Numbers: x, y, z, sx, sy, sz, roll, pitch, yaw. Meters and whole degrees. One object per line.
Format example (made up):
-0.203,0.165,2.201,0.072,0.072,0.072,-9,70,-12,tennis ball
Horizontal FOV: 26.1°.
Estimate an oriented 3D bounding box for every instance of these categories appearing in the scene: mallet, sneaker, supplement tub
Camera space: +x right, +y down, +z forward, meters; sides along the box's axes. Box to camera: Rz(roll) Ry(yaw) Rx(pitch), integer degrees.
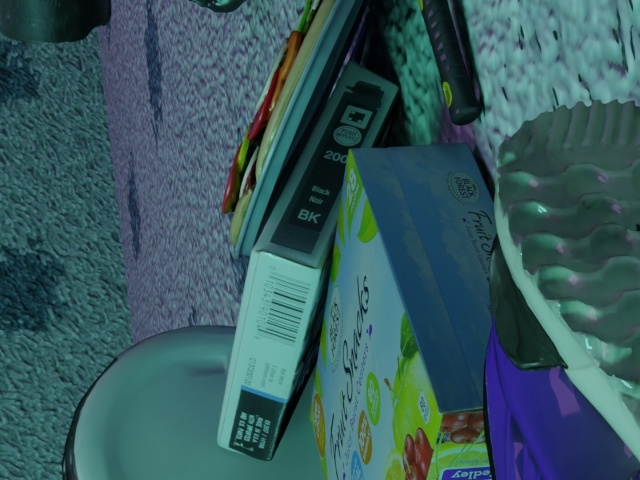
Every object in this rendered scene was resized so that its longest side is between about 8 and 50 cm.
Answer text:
0.048,-0.144,0.709,0.062,0.039,0.189,134,127,-71,mallet
0.112,0.109,0.395,0.146,0.102,0.293,95,169,-50,sneaker
-0.082,0.232,1.003,0.338,0.207,0.207,101,160,-51,supplement tub

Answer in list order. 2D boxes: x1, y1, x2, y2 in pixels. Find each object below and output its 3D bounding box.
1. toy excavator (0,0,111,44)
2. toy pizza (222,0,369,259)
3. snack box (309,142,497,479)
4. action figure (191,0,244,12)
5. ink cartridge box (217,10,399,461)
-0.222,-0.404,1.288,0.445,0.433,0.222,35,135,37,toy excavator
-0.015,-0.084,0.788,0.201,0.032,0.201,24,-90,-89,toy pizza
0.050,0.084,0.686,0.174,0.070,0.207,-106,18,-44,snack box
-0.071,-0.286,0.943,0.275,0.141,0.164,102,171,-55,action figure
0.000,0.000,0.852,0.206,0.045,0.208,103,-172,-51,ink cartridge box
